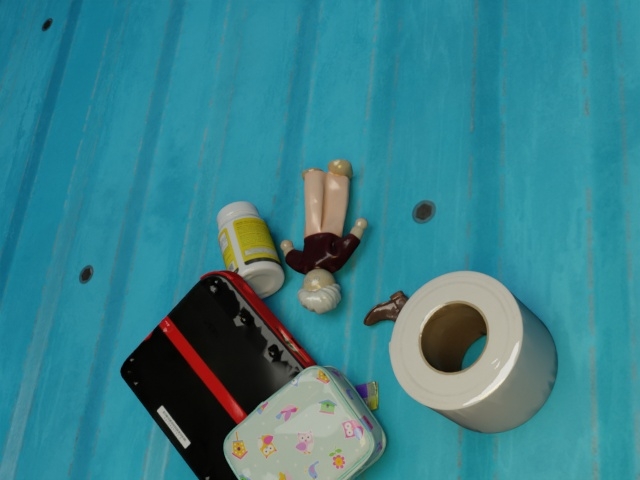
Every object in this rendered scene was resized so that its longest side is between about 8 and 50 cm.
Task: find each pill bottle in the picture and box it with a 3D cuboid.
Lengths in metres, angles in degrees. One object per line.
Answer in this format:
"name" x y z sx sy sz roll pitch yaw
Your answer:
"pill bottle" -0.161 0.019 1.973 0.119 0.119 0.208 -34 51 17

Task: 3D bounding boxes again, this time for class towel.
"towel" 0.074 0.307 1.717 0.083 0.009 0.060 -17 56 29

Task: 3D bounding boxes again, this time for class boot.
"boot" 0.147 0.168 1.725 0.106 0.037 0.114 -41 53 14

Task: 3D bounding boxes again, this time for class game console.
"game console" -0.201 0.288 1.828 0.342 0.060 0.386 -48 68 11

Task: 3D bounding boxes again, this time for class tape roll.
"tape roll" 0.265 0.194 1.532 0.246 0.169 0.246 -17 58 28

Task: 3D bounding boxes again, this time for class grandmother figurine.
"grandmother figurine" 0.000 0.000 1.882 0.208 0.104 0.342 -23 51 36

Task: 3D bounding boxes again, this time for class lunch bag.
"lunch bag" -0.029 0.387 1.655 0.279 0.108 0.224 -42 73 13
